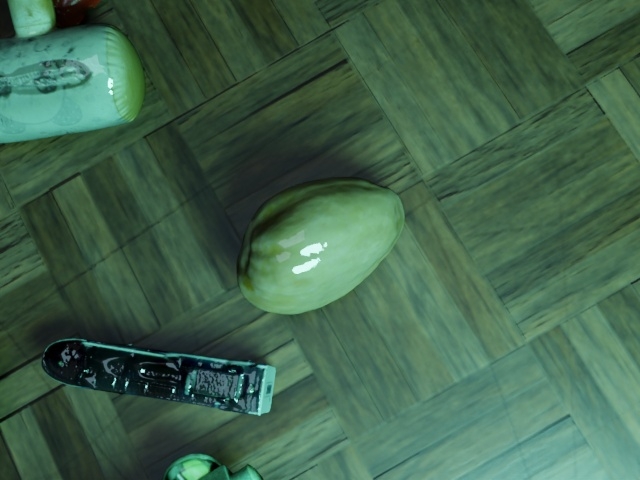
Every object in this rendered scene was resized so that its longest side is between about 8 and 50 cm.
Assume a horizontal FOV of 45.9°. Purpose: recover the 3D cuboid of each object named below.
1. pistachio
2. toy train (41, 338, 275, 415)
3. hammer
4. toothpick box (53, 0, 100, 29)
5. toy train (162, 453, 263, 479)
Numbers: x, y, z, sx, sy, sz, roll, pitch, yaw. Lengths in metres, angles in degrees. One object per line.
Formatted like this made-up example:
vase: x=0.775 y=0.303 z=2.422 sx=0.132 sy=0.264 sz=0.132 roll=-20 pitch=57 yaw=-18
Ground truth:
pistachio: x=0.000 y=0.000 z=0.748 sx=0.186 sy=0.108 sz=0.126 roll=-31 pitch=104 yaw=-8
toy train: x=-0.165 y=0.135 z=0.764 sx=0.234 sy=0.051 sz=0.052 roll=6 pitch=79 yaw=11
hammer: x=-0.303 y=-0.258 z=0.776 sx=0.202 sy=0.113 sz=0.305 roll=-9 pitch=107 yaw=2
toothpick box: x=-0.281 y=-0.275 z=0.859 sx=0.047 sy=0.047 sz=0.083 roll=38 pitch=86 yaw=11
toy train: x=-0.141 y=0.312 z=0.693 sx=0.253 sy=0.105 sz=0.157 roll=-34 pitch=119 yaw=-4
